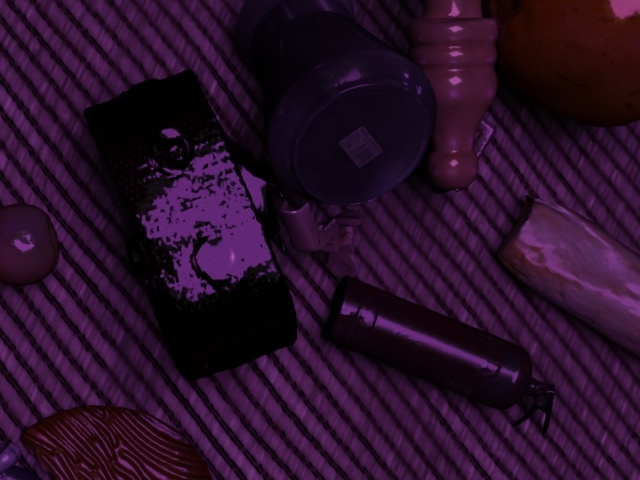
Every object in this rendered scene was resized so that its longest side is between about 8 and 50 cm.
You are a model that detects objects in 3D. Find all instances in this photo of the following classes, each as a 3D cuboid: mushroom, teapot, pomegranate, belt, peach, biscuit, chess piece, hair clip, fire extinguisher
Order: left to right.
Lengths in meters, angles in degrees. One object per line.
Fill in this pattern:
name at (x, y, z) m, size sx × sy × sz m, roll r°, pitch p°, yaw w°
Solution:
peach at (-0.293, 0.005, 1.761) m, size 0.083 × 0.083 × 0.083 m, roll 3°, pitch 81°, yaw -16°
biscuit at (-0.193, 0.253, 1.775) m, size 0.228 × 0.031 × 0.176 m, roll 22°, pitch 74°, yaw -13°
belt at (-0.114, -0.019, 1.761) m, size 0.164 × 0.184 × 0.289 m, roll -22°, pitch 88°, yaw -9°
hair clip at (0.000, 0.000, 1.791) m, size 0.034 × 0.226 × 0.072 m, roll 4°, pitch 89°, yaw 16°
teapot at (0.013, -0.146, 1.800) m, size 0.171 × 0.225 × 0.203 m, roll -30°, pitch 132°, yaw 4°
fire extinguisher at (0.130, 0.124, 1.876) m, size 0.267 × 0.072 × 0.089 m, roll 22°, pitch 120°, yaw -11°
chess piece at (0.131, -0.203, 1.809) m, size 0.124 × 0.139 × 0.307 m, roll -4°, pitch 100°, yaw -22°
pomegranate at (0.299, -0.248, 1.889) m, size 0.264 × 0.264 × 0.264 m, roll 3°, pitch 81°, yaw -16°
mushroom at (0.332, 0.066, 1.939) m, size 0.312 × 0.081 × 0.100 m, roll 35°, pitch 67°, yaw -7°

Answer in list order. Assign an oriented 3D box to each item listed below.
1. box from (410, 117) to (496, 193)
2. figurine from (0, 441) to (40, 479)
box at (0.133, -0.095, 1.912) m, size 0.060 × 0.063 × 0.085 m, roll 32°, pitch 75°, yaw -8°
figurine at (-0.271, 0.330, 1.689) m, size 0.193 × 0.140 × 0.265 m, roll -30°, pitch 81°, yaw -28°
